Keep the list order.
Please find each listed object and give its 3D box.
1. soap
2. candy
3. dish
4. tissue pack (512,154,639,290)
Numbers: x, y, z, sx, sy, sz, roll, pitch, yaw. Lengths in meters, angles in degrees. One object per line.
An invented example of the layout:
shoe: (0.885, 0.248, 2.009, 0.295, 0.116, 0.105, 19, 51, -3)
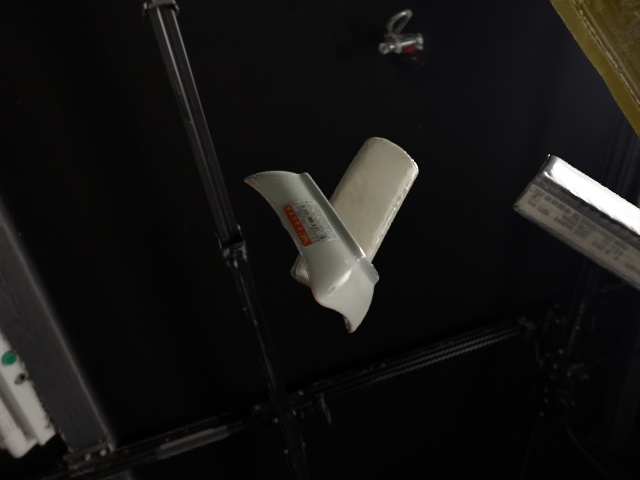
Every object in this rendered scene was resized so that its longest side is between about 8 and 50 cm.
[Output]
soap: (0.318, -0.164, 0.462, 0.252, 0.092, 0.037, 41, -124, -22)
candy: (0.071, -0.038, 1.133, 0.145, 0.208, 0.359, 30, -99, -2)
dish: (0.000, 0.000, 0.639, 0.077, 0.212, 0.151, -34, -31, 1)
tissue pack: (0.688, -0.045, 1.211, 0.394, 0.288, 0.124, 37, -58, 13)
